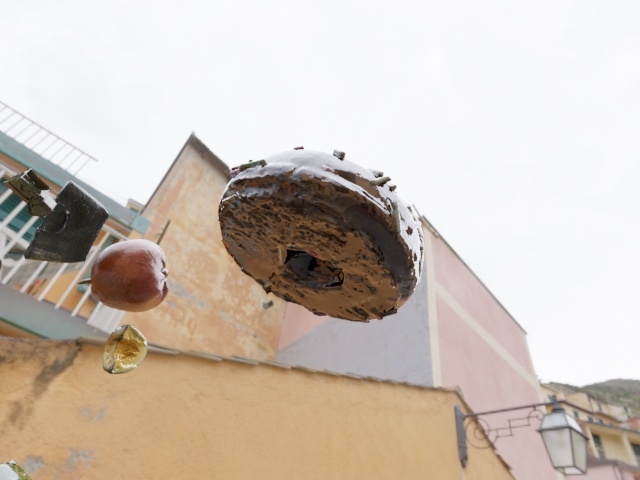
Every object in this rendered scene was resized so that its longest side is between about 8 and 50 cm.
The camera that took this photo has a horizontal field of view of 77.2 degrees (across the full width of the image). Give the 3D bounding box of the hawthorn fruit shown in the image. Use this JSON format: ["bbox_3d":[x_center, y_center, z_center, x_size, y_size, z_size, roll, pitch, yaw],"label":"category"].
[{"bbox_3d":[-0.709,0.129,1.452,0.298,0.277,0.277,-7,-39,-20],"label":"hawthorn fruit"}]

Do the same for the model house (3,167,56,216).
[{"bbox_3d":[-0.563,-0.088,0.779,0.058,0.057,0.083,-25,-54,7],"label":"model house"}]

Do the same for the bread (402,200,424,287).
[{"bbox_3d":[0.169,0.030,1.163,0.160,0.333,0.333,3,-39,-24],"label":"bread"}]

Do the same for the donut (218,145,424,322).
[{"bbox_3d":[0.000,0.000,0.495,0.269,0.103,0.270,20,-33,14],"label":"donut"}]

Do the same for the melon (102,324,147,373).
[{"bbox_3d":[-0.659,0.375,1.352,0.079,0.160,0.128,-13,-33,35],"label":"melon"}]

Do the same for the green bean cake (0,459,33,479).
[{"bbox_3d":[-0.291,0.265,0.204,0.156,0.247,0.250,23,-16,26],"label":"green bean cake"}]

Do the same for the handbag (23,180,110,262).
[{"bbox_3d":[-0.806,-0.044,1.286,0.088,0.270,0.175,20,-10,25],"label":"handbag"}]

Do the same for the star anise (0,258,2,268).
[{"bbox_3d":[-0.560,0.138,0.577,0.288,0.288,0.088,-17,-37,26],"label":"star anise"}]
